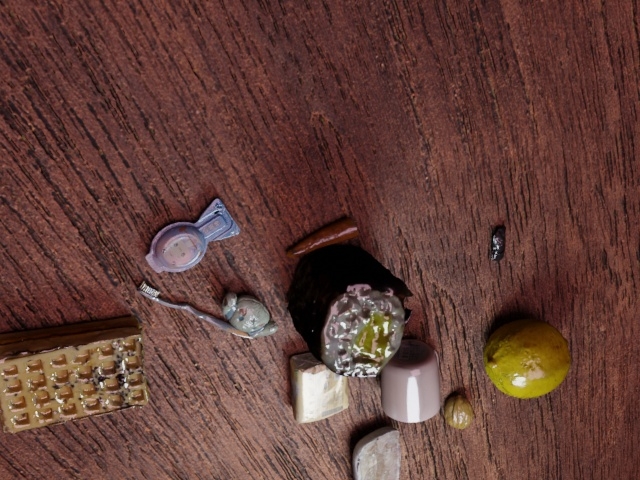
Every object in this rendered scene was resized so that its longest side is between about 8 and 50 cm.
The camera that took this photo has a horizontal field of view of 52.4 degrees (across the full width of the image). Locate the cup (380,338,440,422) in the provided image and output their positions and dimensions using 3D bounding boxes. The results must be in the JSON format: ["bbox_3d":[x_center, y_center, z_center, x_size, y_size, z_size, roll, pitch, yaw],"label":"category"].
[{"bbox_3d":[0.303,0.424,2.079,0.252,0.191,0.201,-29,123,-42],"label":"cup"}]

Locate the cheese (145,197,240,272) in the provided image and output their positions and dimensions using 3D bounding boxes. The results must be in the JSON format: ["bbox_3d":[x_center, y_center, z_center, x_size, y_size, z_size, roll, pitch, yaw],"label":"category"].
[{"bbox_3d":[-0.335,-0.001,1.678,0.244,0.052,0.135,-33,122,-4],"label":"cheese"}]

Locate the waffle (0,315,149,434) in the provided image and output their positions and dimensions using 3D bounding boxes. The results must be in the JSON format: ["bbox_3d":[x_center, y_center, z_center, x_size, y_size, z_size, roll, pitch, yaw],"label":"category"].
[{"bbox_3d":[-0.643,0.348,1.686,0.375,0.114,0.261,-6,116,-19],"label":"waffle"}]

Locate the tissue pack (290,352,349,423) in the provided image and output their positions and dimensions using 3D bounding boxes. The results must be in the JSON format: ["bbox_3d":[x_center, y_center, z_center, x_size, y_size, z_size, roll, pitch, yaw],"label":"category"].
[{"bbox_3d":[-0.002,0.445,2.006,0.186,0.090,0.222,-12,119,-19],"label":"tissue pack"}]

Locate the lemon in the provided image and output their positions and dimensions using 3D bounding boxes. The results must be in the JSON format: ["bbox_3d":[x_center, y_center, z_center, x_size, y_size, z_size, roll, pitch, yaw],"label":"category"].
[{"bbox_3d":[0.692,0.390,2.162,0.310,0.258,0.258,-15,119,-19],"label":"lemon"}]

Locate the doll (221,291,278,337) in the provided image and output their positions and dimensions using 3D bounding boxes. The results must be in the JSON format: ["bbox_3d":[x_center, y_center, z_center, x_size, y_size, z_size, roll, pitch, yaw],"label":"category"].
[{"bbox_3d":[-0.203,0.209,1.824,0.103,0.072,0.214,-36,131,11],"label":"doll"}]

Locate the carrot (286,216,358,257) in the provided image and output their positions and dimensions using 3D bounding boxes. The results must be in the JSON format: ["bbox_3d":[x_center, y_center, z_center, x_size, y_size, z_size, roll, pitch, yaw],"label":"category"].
[{"bbox_3d":[0.000,0.000,1.814,0.209,0.061,0.061,-23,121,-7],"label":"carrot"}]

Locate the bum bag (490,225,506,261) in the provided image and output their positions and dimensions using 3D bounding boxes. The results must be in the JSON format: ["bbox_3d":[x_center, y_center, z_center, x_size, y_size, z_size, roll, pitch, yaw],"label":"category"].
[{"bbox_3d":[0.564,0.013,2.058,0.057,0.034,0.125,-23,122,-26],"label":"bum bag"}]

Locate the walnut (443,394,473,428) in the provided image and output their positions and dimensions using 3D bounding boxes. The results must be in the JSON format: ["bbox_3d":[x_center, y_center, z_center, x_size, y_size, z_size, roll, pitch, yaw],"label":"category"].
[{"bbox_3d":[0.483,0.598,2.272,0.105,0.105,0.125,-2,104,-21],"label":"walnut"}]

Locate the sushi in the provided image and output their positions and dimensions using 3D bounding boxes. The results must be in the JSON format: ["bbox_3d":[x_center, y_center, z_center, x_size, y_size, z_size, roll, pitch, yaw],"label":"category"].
[{"bbox_3d":[0.081,0.179,1.792,0.281,0.294,0.300,26,101,-26],"label":"sushi"}]

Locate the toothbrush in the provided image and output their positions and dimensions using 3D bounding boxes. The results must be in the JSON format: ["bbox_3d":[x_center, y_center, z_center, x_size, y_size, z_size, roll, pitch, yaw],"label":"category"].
[{"bbox_3d":[-0.336,0.202,1.790,0.375,0.028,0.037,31,93,-30],"label":"toothbrush"}]

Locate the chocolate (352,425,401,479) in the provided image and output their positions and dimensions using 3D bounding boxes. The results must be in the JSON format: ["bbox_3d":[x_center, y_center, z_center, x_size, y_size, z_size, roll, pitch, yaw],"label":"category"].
[{"bbox_3d":[0.180,0.770,2.230,0.185,0.100,0.303,-17,122,-26],"label":"chocolate"}]
